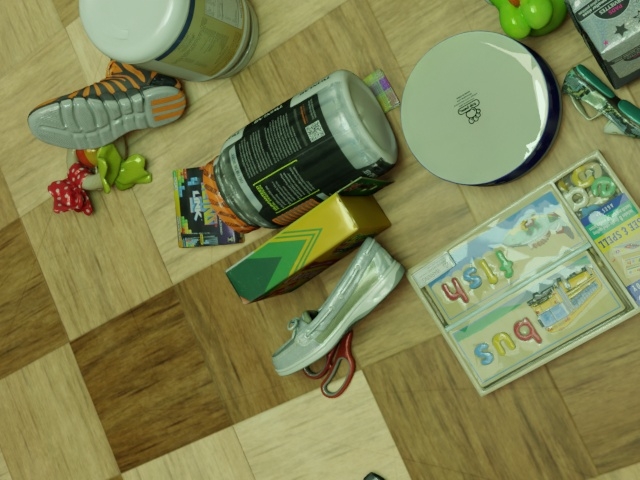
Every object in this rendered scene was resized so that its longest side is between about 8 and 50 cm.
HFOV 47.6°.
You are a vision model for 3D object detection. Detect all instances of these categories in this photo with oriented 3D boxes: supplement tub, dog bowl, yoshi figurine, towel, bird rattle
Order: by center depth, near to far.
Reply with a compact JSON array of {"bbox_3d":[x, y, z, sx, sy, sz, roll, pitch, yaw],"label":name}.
[{"bbox_3d":[0.329,-0.495,1.245,0.203,0.203,0.362,-4,73,-16],"label":"yoshi figurine"},{"bbox_3d":[0.278,-0.227,1.270,0.265,0.104,0.265,3,96,29],"label":"dog bowl"},{"bbox_3d":[-0.043,-0.154,1.367,0.338,0.207,0.207,-26,82,23],"label":"supplement tub"},{"bbox_3d":[-0.276,-0.431,1.396,0.228,0.316,0.228,1,93,23],"label":"supplement tub"},{"bbox_3d":[0.112,-0.283,1.405,0.060,0.009,0.083,-31,80,22],"label":"towel"},{"bbox_3d":[-0.506,-0.170,1.639,0.253,0.143,0.207,-16,74,36],"label":"bird rattle"}]

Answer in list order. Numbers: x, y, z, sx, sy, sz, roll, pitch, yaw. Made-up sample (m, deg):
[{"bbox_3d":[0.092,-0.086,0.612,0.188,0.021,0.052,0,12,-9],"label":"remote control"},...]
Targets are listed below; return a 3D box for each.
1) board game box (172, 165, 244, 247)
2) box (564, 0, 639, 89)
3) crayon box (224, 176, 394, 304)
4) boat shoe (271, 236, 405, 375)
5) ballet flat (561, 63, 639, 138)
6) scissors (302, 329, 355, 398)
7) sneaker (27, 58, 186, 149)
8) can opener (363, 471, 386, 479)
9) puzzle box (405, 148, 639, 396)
[{"bbox_3d":[-0.239,-0.073,1.543,0.141,0.048,0.170,-5,90,24],"label":"board game box"},{"bbox_3d":[0.530,-0.377,1.125,0.247,0.163,0.142,-32,66,21],"label":"box"},{"bbox_3d":[0.000,0.000,1.361,0.318,0.202,0.081,-35,80,21],"label":"crayon box"},{"bbox_3d":[0.017,0.131,1.375,0.103,0.118,0.320,46,107,-3],"label":"boat shoe"},{"bbox_3d":[0.487,-0.219,1.227,0.188,0.070,0.070,47,108,16],"label":"ballet flat"},{"bbox_3d":[0.060,0.176,1.446,0.109,0.021,0.297,34,104,21],"label":"scissors"},{"bbox_3d":[-0.458,-0.303,1.535,0.125,0.321,0.180,98,151,-47],"label":"sneaker"},{"bbox_3d":[0.142,0.537,1.402,0.186,0.059,0.073,42,107,16],"label":"can opener"},{"bbox_3d":[0.386,0.065,1.281,0.409,0.052,0.272,-36,79,20],"label":"puzzle box"}]
